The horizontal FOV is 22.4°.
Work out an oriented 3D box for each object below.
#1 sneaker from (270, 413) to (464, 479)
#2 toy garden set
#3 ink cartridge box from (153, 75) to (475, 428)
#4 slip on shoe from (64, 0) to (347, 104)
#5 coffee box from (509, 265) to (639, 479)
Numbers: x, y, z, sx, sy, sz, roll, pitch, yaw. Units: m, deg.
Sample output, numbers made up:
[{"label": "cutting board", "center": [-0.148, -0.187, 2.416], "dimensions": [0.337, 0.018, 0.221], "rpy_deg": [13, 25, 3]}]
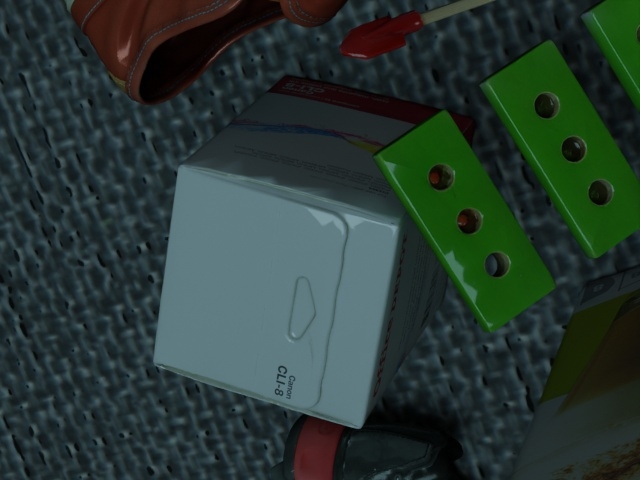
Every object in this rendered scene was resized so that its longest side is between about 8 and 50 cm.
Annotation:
[{"label": "sneaker", "center": [0.066, 0.234, 1.039], "dimensions": [0.135, 0.097, 0.276], "rpy_deg": [-7, 107, 24]}, {"label": "toy garden set", "center": [0.125, -0.105, 0.848], "dimensions": [0.244, 0.049, 0.204], "rpy_deg": [-34, 96, -12]}, {"label": "ink cartridge box", "center": [0.000, 0.000, 0.922], "dimensions": [0.127, 0.176, 0.128], "rpy_deg": [15, 115, 13]}, {"label": "slip on shoe", "center": [-0.003, -0.171, 0.880], "dimensions": [0.331, 0.123, 0.101], "rpy_deg": [-25, 85, 32]}, {"label": "coffee box", "center": [0.322, 0.178, 0.794], "dimensions": [0.337, 0.334, 0.338], "rpy_deg": [-21, 103, 25]}]
